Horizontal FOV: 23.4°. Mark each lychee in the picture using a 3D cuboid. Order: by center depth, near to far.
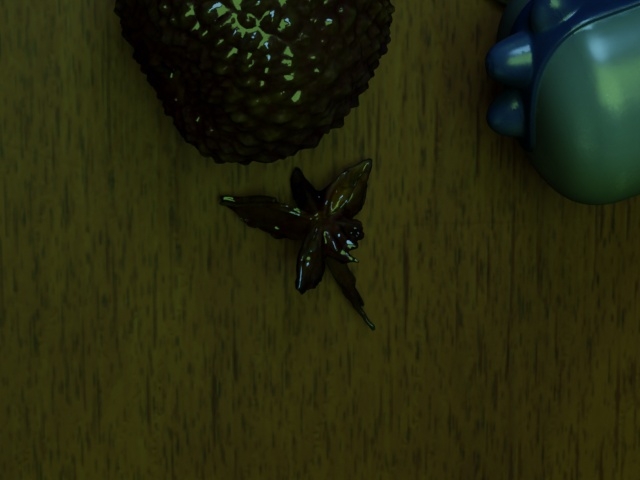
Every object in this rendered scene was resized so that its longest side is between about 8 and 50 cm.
[{"bbox_3d":[-0.044,-0.205,1.399,0.271,0.271,0.271,-2,100,-12],"label":"lychee"}]

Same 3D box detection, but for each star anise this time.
[{"bbox_3d":[0.000,0.008,1.536,0.158,0.144,0.140,-22,58,-15],"label":"star anise"}]

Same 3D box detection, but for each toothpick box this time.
[{"bbox_3d":[0.321,-0.179,1.468,0.355,0.263,0.263,-20,103,-7],"label":"toothpick box"}]

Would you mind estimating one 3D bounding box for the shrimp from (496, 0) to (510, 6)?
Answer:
[{"bbox_3d":[0.177,-0.348,1.511,0.169,0.058,0.296,-44,109,0],"label":"shrimp"}]
